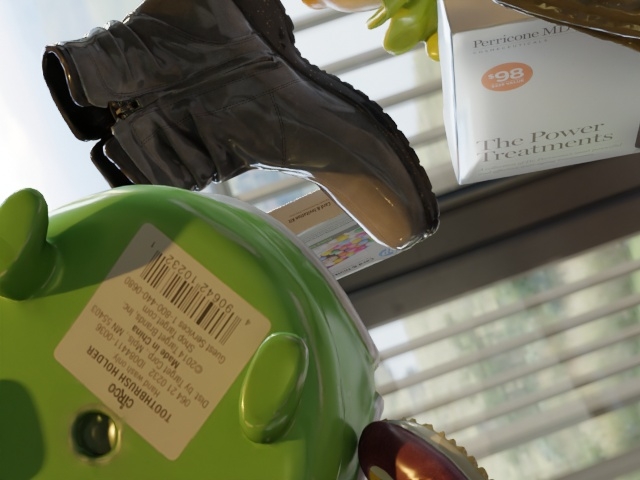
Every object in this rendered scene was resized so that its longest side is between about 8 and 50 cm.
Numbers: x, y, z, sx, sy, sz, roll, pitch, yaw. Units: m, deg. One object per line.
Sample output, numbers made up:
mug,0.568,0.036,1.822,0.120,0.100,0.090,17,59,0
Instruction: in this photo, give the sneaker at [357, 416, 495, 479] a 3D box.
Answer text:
sneaker,0.061,0.162,0.622,0.185,0.084,0.069,46,158,32

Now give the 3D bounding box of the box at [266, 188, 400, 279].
box,0.000,0.000,1.427,0.186,0.145,0.038,32,-144,-67

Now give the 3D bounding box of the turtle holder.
turtle holder,-0.089,0.132,0.742,0.227,0.243,0.320,9,-92,-71

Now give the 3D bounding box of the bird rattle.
bird rattle,0.074,-0.321,1.394,0.143,0.207,0.253,29,-112,-55

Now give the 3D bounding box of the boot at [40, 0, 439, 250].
boot,-0.071,-0.074,1.168,0.338,0.223,0.118,46,149,-2

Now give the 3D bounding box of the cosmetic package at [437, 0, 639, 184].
cosmetic package,0.299,-0.184,1.243,0.284,0.377,0.097,74,-173,-62

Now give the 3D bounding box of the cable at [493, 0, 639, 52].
cable,0.202,-0.104,0.643,0.287,0.139,0.072,41,134,37
